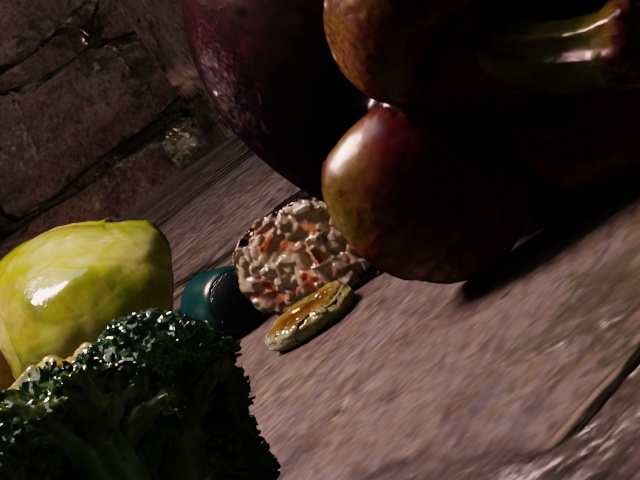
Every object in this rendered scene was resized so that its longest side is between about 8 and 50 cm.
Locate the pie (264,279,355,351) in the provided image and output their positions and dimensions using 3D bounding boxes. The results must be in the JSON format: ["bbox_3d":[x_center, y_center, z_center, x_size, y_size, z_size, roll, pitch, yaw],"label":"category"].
[{"bbox_3d":[-0.009,0.057,1.329,0.084,0.020,0.084,-33,8,6],"label":"pie"}]

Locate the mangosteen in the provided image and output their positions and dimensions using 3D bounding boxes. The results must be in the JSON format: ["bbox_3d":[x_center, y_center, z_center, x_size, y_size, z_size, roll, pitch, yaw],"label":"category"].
[{"bbox_3d":[0.101,-0.166,1.190,0.382,0.382,0.435,-34,46,4],"label":"mangosteen"}]

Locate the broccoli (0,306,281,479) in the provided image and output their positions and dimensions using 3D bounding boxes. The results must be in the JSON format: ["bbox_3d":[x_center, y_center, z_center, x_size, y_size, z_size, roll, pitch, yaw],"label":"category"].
[{"bbox_3d":[-0.089,0.122,0.782,0.195,0.195,0.156,-38,28,-24],"label":"broccoli"}]

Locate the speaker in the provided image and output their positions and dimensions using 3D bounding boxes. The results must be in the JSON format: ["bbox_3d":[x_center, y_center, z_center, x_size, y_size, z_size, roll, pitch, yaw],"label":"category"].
[{"bbox_3d":[-0.090,0.070,1.507,0.075,0.060,0.094,-16,55,66],"label":"speaker"}]

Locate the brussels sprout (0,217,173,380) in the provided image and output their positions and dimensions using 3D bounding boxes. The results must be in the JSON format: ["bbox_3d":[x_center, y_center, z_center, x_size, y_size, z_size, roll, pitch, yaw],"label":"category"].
[{"bbox_3d":[-0.236,0.057,1.743,0.223,0.161,0.223,-35,15,11],"label":"brussels sprout"}]

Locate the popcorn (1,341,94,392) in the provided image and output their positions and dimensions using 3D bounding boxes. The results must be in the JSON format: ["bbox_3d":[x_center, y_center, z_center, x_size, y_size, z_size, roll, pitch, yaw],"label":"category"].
[{"bbox_3d":[-0.150,0.135,1.029,0.162,0.141,0.135,25,47,34],"label":"popcorn"}]

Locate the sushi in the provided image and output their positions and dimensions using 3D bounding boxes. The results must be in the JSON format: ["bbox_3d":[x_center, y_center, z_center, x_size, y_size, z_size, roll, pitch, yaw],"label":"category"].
[{"bbox_3d":[0.000,0.000,1.393,0.150,0.090,0.078,-27,14,30],"label":"sushi"}]

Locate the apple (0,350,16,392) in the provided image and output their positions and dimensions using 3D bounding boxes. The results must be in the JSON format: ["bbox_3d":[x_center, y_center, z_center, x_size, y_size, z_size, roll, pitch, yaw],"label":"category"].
[{"bbox_3d":[-0.488,0.143,1.996,0.286,0.233,0.286,-33,7,4],"label":"apple"}]
